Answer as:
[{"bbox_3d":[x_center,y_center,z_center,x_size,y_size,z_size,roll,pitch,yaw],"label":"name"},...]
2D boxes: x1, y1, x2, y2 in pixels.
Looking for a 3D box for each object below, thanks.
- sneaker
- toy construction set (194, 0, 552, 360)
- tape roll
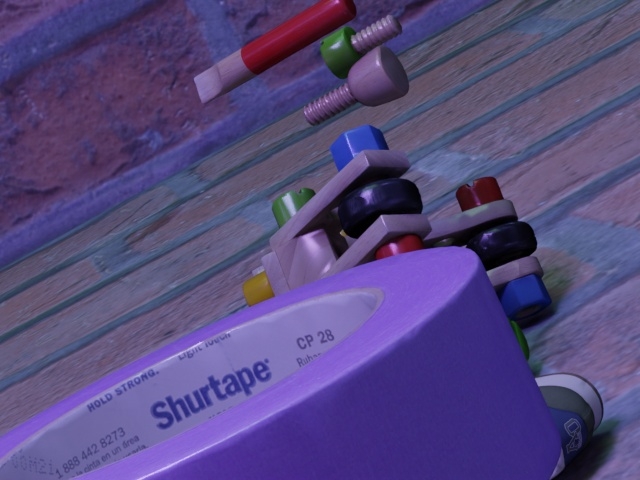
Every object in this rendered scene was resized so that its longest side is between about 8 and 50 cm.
[{"bbox_3d":[0.080,0.136,1.179,0.192,0.064,0.086,-19,10,20],"label":"sneaker"},{"bbox_3d":[0.000,0.000,1.411,0.237,0.309,0.257,-27,4,24],"label":"toy construction set"},{"bbox_3d":[-0.040,0.101,0.801,0.275,0.090,0.275,-24,8,3],"label":"tape roll"}]
